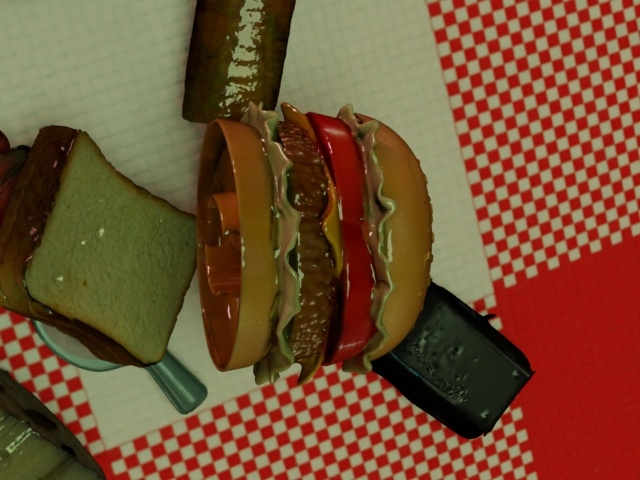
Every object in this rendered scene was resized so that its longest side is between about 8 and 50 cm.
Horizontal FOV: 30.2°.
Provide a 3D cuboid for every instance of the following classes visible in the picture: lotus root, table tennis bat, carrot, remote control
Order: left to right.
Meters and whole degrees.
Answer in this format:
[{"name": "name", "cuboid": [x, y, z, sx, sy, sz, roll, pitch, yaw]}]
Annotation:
[{"name": "lotus root", "cuboid": [-0.402, 0.239, 1.174, 0.260, 0.149, 0.267, -45, 130, -3]}, {"name": "table tennis bat", "cuboid": [-0.208, 0.092, 1.273, 0.153, 0.040, 0.244, -43, 109, -14]}, {"name": "carrot", "cuboid": [-0.071, -0.266, 1.208, 0.114, 0.114, 0.302, 5, 102, -22]}, {"name": "remote control", "cuboid": [0.089, 0.086, 1.367, 0.398, 0.062, 0.145, 38, 87, -22]}]

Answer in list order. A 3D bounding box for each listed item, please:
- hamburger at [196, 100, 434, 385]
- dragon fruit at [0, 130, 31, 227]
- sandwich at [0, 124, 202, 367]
[{"name": "hamburger", "cuboid": [0.000, 0.000, 1.147, 0.212, 0.274, 0.275, -2, 102, -16]}, {"name": "dragon fruit", "cuboid": [-0.327, -0.035, 1.163, 0.121, 0.130, 0.142, 27, 92, 10]}, {"name": "sandwich", "cuboid": [-0.215, 0.013, 1.166, 0.214, 0.065, 0.186, 36, 65, -49]}]
